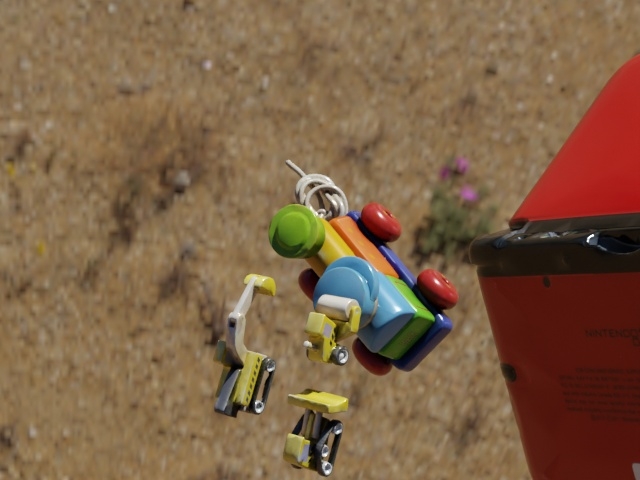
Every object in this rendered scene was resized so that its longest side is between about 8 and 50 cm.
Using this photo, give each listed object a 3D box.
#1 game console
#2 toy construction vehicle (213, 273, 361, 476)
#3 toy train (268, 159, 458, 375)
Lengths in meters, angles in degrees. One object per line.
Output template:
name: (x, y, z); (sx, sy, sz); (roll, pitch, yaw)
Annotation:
game console: (0.118, 0.009, 0.525); (0.085, 0.144, 0.124); (-20, 98, -30)
toy construction vehicle: (-0.022, 0.072, 1.054); (0.086, 0.035, 0.098); (14, 86, 40)
toy train: (0.000, 0.000, 1.669); (0.105, 0.143, 0.248); (-46, 61, 12)
